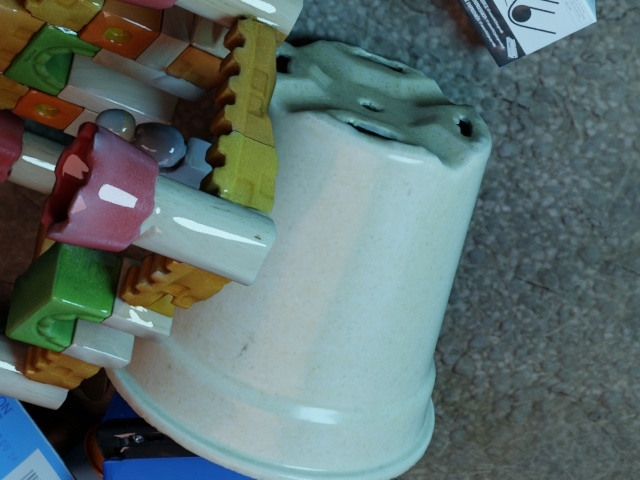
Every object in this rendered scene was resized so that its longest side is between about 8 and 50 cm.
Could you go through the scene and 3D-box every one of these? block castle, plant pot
[{"bbox_3d":[-0.218,-0.061,1.135,0.212,0.303,0.453,21,150,-25],"label":"block castle"},{"bbox_3d":[0.000,0.000,1.228,0.333,0.334,0.305,19,117,-5],"label":"plant pot"}]

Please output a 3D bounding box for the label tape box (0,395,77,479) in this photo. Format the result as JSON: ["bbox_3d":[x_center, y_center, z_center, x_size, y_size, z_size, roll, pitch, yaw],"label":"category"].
[{"bbox_3d":[-0.419,0.203,1.537,0.333,0.106,0.241,20,144,51],"label":"label tape box"}]

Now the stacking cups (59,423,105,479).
[{"bbox_3d":[-0.260,0.264,1.603,0.096,0.096,0.316,39,119,-18],"label":"stacking cups"}]

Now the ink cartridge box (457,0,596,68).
[{"bbox_3d":[0.144,-0.254,1.154,0.097,0.046,0.207,-24,119,24],"label":"ink cartridge box"}]

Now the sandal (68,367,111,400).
[{"bbox_3d":[-0.241,0.105,1.492,0.090,0.060,0.219,24,142,-1],"label":"sandal"}]

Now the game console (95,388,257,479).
[{"bbox_3d":[-0.069,0.230,1.420,0.293,0.250,0.173,-4,121,13],"label":"game console"}]
